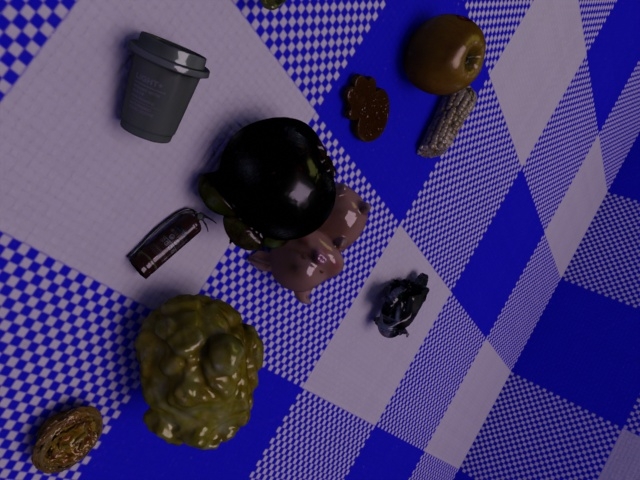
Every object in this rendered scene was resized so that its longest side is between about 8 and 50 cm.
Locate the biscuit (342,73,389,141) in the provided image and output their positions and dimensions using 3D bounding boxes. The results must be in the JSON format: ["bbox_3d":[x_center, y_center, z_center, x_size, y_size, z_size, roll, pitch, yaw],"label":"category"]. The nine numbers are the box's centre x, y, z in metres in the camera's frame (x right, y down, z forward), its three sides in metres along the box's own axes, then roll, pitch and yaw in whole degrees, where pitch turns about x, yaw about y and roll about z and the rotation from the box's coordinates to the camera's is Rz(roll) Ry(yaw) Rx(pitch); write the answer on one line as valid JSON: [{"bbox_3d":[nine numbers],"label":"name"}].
[{"bbox_3d":[0.099,-0.291,1.338,0.124,0.026,0.175,-59,143,-11],"label":"biscuit"}]

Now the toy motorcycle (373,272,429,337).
[{"bbox_3d":[0.229,0.181,1.702,0.270,0.106,0.159,-14,125,-59],"label":"toy motorcycle"}]

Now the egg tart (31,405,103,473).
[{"bbox_3d":[-0.426,0.328,1.024,0.129,0.049,0.129,-35,140,-37],"label":"egg tart"}]

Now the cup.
[{"bbox_3d":[-0.235,-0.220,0.900,0.120,0.120,0.141,2,116,-51],"label":"cup"}]

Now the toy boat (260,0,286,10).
[{"bbox_3d":[-0.031,-0.503,1.017,0.276,0.084,0.111,-50,144,-15],"label":"toy boat"}]

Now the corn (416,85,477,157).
[{"bbox_3d":[0.325,-0.301,1.562,0.087,0.087,0.211,32,83,-53],"label":"corn"}]

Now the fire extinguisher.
[{"bbox_3d":[-0.255,-0.002,1.052,0.064,0.043,0.158,49,64,-10],"label":"fire extinguisher"}]

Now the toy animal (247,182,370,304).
[{"bbox_3d":[-0.009,-0.006,1.264,0.250,0.166,0.154,-52,-175,-9],"label":"toy animal"}]

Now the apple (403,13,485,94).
[{"bbox_3d":[0.283,-0.417,1.384,0.182,0.155,0.182,-31,134,-39],"label":"apple"}]

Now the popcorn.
[{"bbox_3d":[-0.207,0.210,1.076,0.235,0.242,0.250,-13,133,-29],"label":"popcorn"}]

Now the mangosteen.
[{"bbox_3d":[-0.086,-0.095,1.084,0.243,0.243,0.243,-28,130,-40],"label":"mangosteen"}]
